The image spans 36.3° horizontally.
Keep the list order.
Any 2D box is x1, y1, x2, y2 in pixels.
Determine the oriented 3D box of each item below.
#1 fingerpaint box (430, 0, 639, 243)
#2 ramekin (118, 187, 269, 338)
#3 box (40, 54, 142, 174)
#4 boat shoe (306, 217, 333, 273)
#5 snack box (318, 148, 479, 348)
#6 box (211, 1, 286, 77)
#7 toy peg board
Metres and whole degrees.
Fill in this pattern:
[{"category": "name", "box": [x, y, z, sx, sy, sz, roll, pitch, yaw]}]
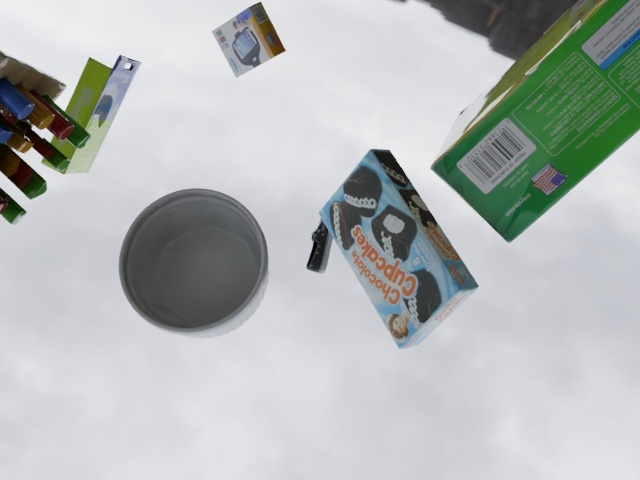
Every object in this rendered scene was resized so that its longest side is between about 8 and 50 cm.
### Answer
[{"category": "fingerpaint box", "box": [0.387, -0.240, 1.390, 0.163, 0.445, 0.371, 44, -158, -3]}, {"category": "ramekin", "box": [-0.168, 0.041, 1.371, 0.207, 0.207, 0.109, 32, 169, 17]}, {"category": "box", "box": [-0.314, -0.178, 1.346, 0.042, 0.178, 0.109, 27, -173, 2]}, {"category": "boat shoe", "box": [0.000, 0.000, 2.097, 0.040, 0.142, 0.049, 11, 175, -21]}, {"category": "snack box", "box": [0.135, 0.013, 1.785, 0.060, 0.187, 0.322, -5, -125, -44]}, {"category": "box", "box": [-0.113, -0.297, 1.467, 0.028, 0.136, 0.081, -35, -78, -34]}, {"category": "toy peg board", "box": [-0.312, -0.090, 0.967, 0.079, 0.161, 0.160, 41, -177, 4]}]
